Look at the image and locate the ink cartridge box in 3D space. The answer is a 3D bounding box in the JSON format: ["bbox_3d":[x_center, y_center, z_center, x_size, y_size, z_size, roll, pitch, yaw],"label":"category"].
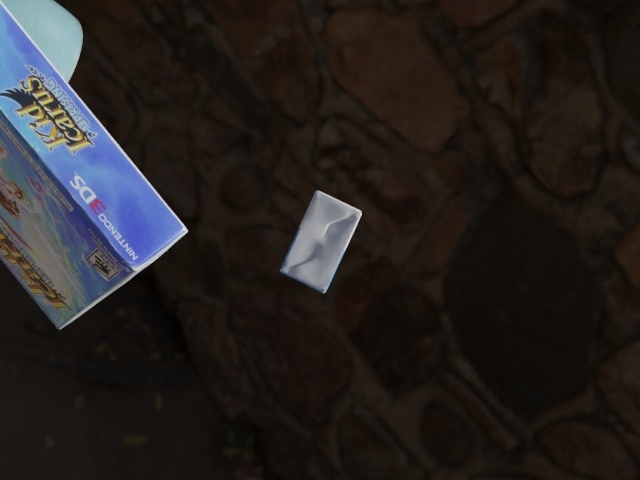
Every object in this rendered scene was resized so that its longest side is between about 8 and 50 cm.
[{"bbox_3d":[0.000,0.000,1.379,0.060,0.104,0.180,24,1,-1],"label":"ink cartridge box"}]

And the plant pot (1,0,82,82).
[{"bbox_3d":[-0.480,-0.246,1.478,0.195,0.290,0.290,45,23,-38],"label":"plant pot"}]

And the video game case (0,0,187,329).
[{"bbox_3d":[-0.247,-0.066,0.916,0.061,0.244,0.269,-41,95,-27],"label":"video game case"}]
